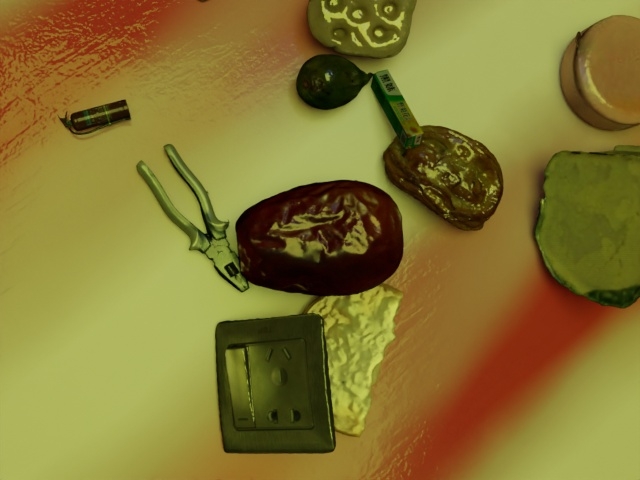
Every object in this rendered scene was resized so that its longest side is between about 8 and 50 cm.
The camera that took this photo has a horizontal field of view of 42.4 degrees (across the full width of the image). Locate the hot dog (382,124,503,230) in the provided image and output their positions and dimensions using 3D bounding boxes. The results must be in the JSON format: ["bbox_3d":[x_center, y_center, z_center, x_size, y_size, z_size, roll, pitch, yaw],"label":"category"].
[{"bbox_3d":[0.256,-0.134,1.681,0.259,0.114,0.175,30,80,-8],"label":"hot dog"}]

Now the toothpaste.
[{"bbox_3d":[0.153,-0.266,1.669,0.037,0.043,0.178,-18,62,-11],"label":"toothpaste"}]

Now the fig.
[{"bbox_3d":[0.042,-0.318,1.662,0.177,0.117,0.117,-4,86,-33],"label":"fig"}]

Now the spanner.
[{"bbox_3d":[-0.236,-0.037,1.614,0.095,0.040,0.325,-34,91,-11],"label":"spanner"}]

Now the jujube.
[{"bbox_3d":[0.000,0.000,1.576,0.318,0.223,0.223,-5,86,-7],"label":"jujube"}]

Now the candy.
[{"bbox_3d":[0.638,-0.365,1.784,0.255,0.094,0.255,1,85,-11],"label":"candy"}]

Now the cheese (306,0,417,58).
[{"bbox_3d":[0.089,-0.466,1.658,0.235,0.117,0.218,-24,105,7],"label":"cheese"}]

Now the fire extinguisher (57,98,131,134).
[{"bbox_3d":[-0.435,-0.237,1.593,0.132,0.039,0.056,-18,80,-12],"label":"fire extinguisher"}]

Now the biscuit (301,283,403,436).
[{"bbox_3d":[0.038,0.219,1.646,0.204,0.040,0.309,19,82,-9],"label":"biscuit"}]

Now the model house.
[{"bbox_3d":[0.634,-0.051,1.715,0.266,0.261,0.321,-11,106,-37],"label":"model house"}]

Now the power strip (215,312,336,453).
[{"bbox_3d":[-0.080,0.271,1.563,0.251,0.092,0.257,-7,86,25],"label":"power strip"}]
